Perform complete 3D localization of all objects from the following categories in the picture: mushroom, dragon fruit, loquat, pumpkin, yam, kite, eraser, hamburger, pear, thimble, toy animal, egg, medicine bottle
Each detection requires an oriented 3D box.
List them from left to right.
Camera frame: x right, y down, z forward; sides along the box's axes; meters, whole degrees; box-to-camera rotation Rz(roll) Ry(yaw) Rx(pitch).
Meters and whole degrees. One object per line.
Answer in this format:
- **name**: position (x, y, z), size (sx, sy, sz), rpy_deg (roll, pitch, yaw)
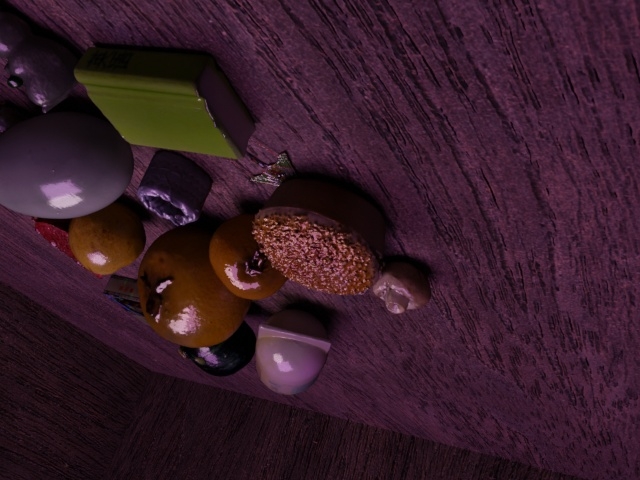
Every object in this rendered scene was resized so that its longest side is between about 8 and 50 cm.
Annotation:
- **toy animal**: position (-0.543, -0.357, 1.262), size (0.236, 0.138, 0.108), rpy_deg (59, -177, -22)
- **yam**: position (-0.680, -0.244, 1.624), size (0.179, 0.078, 0.078), rpy_deg (32, 155, -26)
- **egg**: position (-0.577, -0.161, 1.503), size (0.370, 0.230, 0.230), rpy_deg (-3, 149, 22)
- **dragon fruit**: position (-0.695, -0.036, 2.034), size (0.274, 0.161, 0.126), rpy_deg (39, 137, -9)
- **pear**: position (-0.587, -0.019, 1.889), size (0.208, 0.209, 0.209), rpy_deg (18, 157, 8)
- **eraser**: position (-0.278, -0.251, 1.258), size (0.274, 0.092, 0.210), rpy_deg (11, 154, 26)
- **thimble**: position (-0.331, -0.115, 1.562), size (0.151, 0.118, 0.127), rpy_deg (35, 151, -29)
- **loquat**: position (-0.317, 0.117, 1.854), size (0.328, 0.329, 0.359), rpy_deg (-2, -172, 43)
- **pumpkin**: position (-0.372, 0.320, 2.332), size (0.315, 0.238, 0.315), rpy_deg (47, 173, 7)
- **loquat**: position (-0.160, 0.036, 1.639), size (0.208, 0.208, 0.208), rpy_deg (18, 157, 8)
- **kite**: position (-0.130, -0.162, 1.429), size (0.244, 0.006, 0.198), rpy_deg (30, 155, -22)
- **medicine bottle**: position (-0.091, 0.348, 2.218), size (0.235, 0.236, 0.406), rpy_deg (20, 158, 2)
- **hamburger**: position (0.000, 0.000, 1.457), size (0.301, 0.170, 0.302), rpy_deg (16, 158, 7)
- **mushroom**: position (0.192, 0.113, 1.628), size (0.148, 0.112, 0.148), rpy_deg (16, 148, 11)

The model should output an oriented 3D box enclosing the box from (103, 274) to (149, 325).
- **box**: position (-0.673, 0.251, 2.687), size (0.198, 0.084, 0.310), rpy_deg (9, 154, 26)
